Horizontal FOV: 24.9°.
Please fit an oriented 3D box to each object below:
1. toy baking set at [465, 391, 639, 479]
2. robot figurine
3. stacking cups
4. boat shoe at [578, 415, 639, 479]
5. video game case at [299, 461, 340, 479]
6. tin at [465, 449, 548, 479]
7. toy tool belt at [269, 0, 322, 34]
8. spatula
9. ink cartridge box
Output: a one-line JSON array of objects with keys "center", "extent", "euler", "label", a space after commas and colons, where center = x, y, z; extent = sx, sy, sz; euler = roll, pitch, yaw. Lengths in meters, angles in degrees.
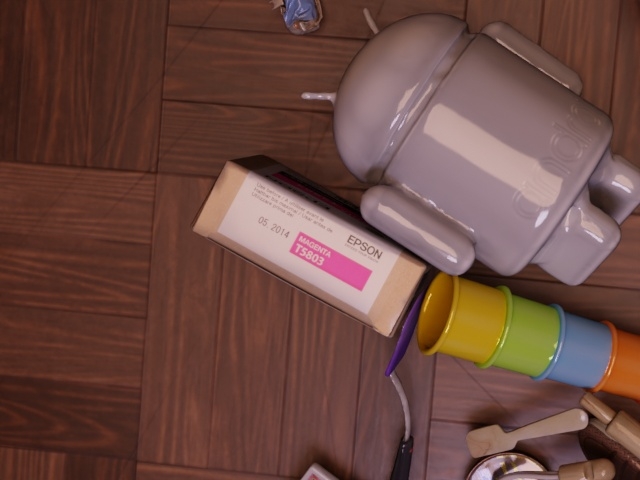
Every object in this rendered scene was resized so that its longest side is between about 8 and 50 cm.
[{"center": [0.280, 0.259, 1.534], "extent": [0.256, 0.030, 0.197], "euler": [42, 117, 9], "label": "toy baking set"}, {"center": [0.160, -0.102, 1.506], "extent": [0.353, 0.200, 0.300], "euler": [33, 58, 3], "label": "robot figurine"}, {"center": [0.260, 0.117, 1.533], "extent": [0.316, 0.096, 0.096], "euler": [17, 96, -17], "label": "stacking cups"}, {"center": [0.399, 0.267, 1.571], "extent": [0.257, 0.095, 0.095], "euler": [42, 64, 9], "label": "boat shoe"}, {"center": [0.017, 0.346, 1.628], "extent": [0.157, 0.019, 0.143], "euler": [36, 113, 4], "label": "video game case"}, {"center": [0.228, 0.322, 1.610], "extent": [0.106, 0.040, 0.190], "euler": [-24, 90, 12], "label": "tin"}, {"center": [-0.030, -0.267, 1.593], "extent": [0.052, 0.051, 0.083], "euler": [-23, 91, 8], "label": "toy tool belt"}, {"center": [0.088, 0.194, 1.588], "extent": [0.030, 0.084, 0.296], "euler": [8, 108, 16], "label": "spatula"}, {"center": [0.000, 0.000, 1.536], "extent": [0.234, 0.193, 0.088], "euler": [29, 97, 4], "label": "ink cartridge box"}]
